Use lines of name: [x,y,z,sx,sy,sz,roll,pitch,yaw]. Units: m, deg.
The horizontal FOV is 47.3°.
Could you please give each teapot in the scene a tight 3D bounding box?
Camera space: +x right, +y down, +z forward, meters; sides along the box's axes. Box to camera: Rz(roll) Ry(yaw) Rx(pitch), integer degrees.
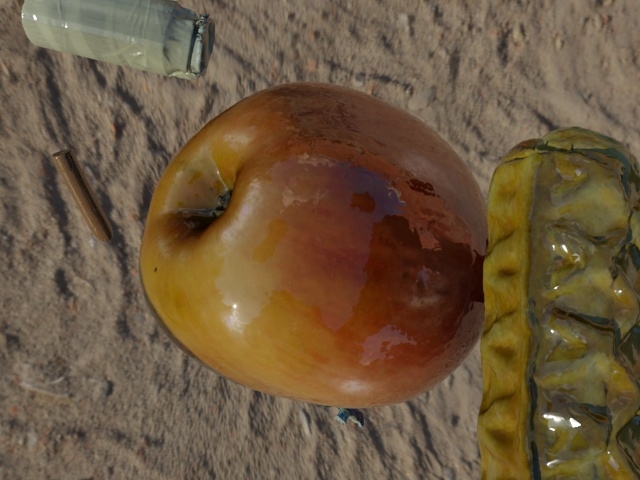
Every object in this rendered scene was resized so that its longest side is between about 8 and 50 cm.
teapot: [-0.223,-0.232,0.835,0.200,0.107,0.077,13,68,0]

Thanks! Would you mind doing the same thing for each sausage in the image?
sausage: [-0.270,-0.050,0.838,0.026,0.026,0.116,-25,114,-8]

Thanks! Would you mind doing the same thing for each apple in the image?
apple: [0.000,0.000,0.538,0.241,0.242,0.242,17,81,-45]

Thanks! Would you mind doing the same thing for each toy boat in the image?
toy boat: [0.037,0.286,1.218,0.083,0.038,0.038,28,82,5]

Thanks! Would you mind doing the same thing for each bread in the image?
bread: [0.120,0.119,0.368,0.084,0.077,0.368,0,78,21]
